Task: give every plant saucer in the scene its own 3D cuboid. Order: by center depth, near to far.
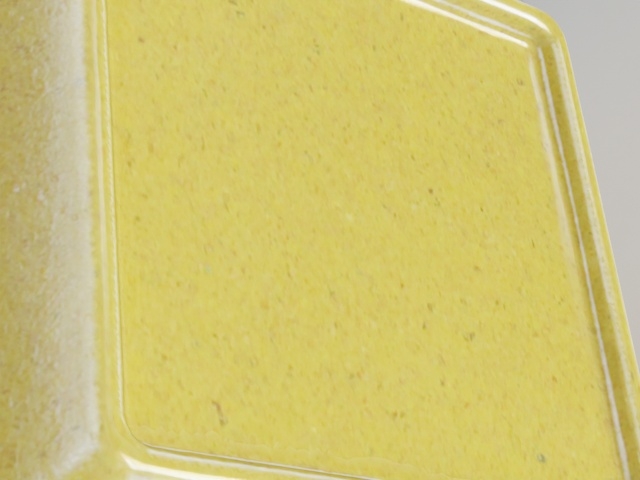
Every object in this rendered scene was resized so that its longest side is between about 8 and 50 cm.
[{"bbox_3d":[0.000,0.000,0.544,0.333,0.332,0.081,15,146,-35],"label":"plant saucer"}]
